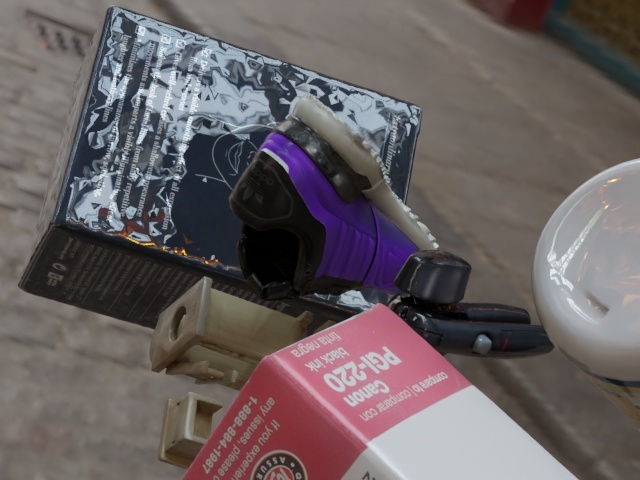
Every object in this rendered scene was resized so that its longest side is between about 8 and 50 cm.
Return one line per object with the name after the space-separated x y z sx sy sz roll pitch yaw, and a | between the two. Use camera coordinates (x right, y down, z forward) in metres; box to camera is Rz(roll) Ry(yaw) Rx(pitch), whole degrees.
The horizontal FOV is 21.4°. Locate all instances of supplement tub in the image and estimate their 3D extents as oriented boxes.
0.232 0.052 1.059 0.144 0.144 0.200 39 -2 42 | supplement tub

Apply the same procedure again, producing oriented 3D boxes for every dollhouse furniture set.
-0.055 0.147 1.494 0.182 0.101 0.161 21 56 -24 | dollhouse furniture set

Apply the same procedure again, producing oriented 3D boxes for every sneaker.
-0.001 -0.001 1.442 0.102 0.146 0.293 38 -8 33 | sneaker

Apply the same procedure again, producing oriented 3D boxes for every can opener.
0.106 0.057 1.133 0.186 0.073 0.059 17 23 -51 | can opener

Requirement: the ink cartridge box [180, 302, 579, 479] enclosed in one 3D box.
0.040 0.155 0.590 0.218 0.158 0.092 41 26 16 | ink cartridge box

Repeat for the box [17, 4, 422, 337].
-0.114 -0.051 1.985 0.396 0.293 0.212 17 -27 -13 | box
